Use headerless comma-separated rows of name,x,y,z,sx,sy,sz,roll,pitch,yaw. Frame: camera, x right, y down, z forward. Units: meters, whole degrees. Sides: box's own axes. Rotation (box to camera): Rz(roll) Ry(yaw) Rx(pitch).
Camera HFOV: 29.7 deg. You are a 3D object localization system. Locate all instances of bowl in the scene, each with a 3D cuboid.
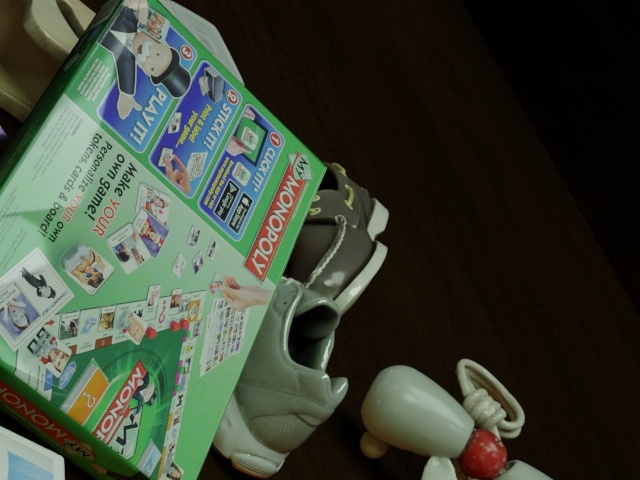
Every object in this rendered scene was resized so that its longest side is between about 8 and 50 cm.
bowl,-0.139,-0.194,1.282,0.142,0.053,0.142,22,37,-58

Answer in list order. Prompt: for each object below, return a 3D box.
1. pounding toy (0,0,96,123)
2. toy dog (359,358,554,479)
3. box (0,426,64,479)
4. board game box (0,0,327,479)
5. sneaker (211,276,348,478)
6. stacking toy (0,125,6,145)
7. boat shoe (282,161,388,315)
pounding toy,-0.147,-0.141,1.016,0.269,0.155,0.154,41,25,-24
toy dog,0.160,0.272,1.100,0.333,0.161,0.220,46,18,25
box,-0.180,0.175,0.503,0.114,0.103,0.203,37,25,-38
board game box,-0.123,-0.004,0.830,0.213,0.046,0.317,45,46,-25
sneaker,-0.041,0.059,0.979,0.099,0.121,0.262,33,28,-44
stacking toy,-0.259,-0.073,0.813,0.167,0.052,0.221,57,21,9
boat shoe,0.000,0.000,1.186,0.097,0.116,0.324,46,17,-8
